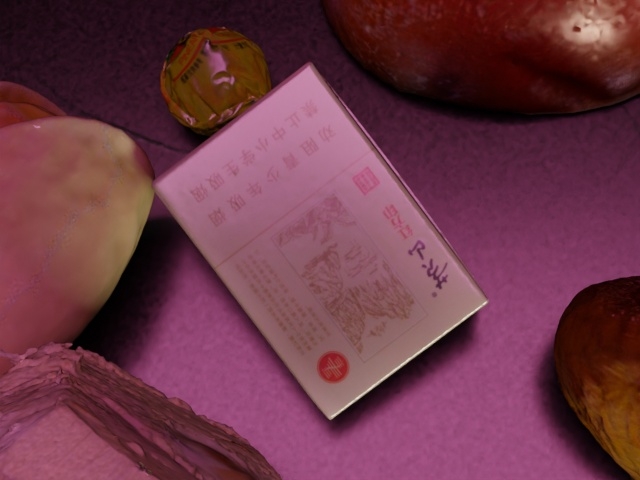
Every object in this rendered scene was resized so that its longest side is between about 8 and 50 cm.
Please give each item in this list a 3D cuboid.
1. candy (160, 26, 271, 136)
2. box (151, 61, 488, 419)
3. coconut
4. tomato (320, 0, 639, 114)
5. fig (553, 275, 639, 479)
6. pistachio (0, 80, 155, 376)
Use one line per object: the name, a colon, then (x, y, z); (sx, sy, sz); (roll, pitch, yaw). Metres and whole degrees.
candy: (-0.014, -0.049, 0.981); (0.077, 0.073, 0.262); (-44, 83, 10)
box: (0.000, 0.000, 0.925); (0.141, 0.058, 0.201); (-38, 89, 3)
coconut: (-0.136, 0.223, 0.786); (0.297, 0.297, 0.254); (36, 93, 12)
tomato: (0.146, -0.255, 0.986); (0.338, 0.144, 0.338); (-1, 75, 5)
fig: (0.228, 0.126, 0.892); (0.146, 0.133, 0.201); (6, 99, 47)
pistachio: (-0.252, 0.024, 0.903); (0.187, 0.187, 0.299); (36, 74, 12)
